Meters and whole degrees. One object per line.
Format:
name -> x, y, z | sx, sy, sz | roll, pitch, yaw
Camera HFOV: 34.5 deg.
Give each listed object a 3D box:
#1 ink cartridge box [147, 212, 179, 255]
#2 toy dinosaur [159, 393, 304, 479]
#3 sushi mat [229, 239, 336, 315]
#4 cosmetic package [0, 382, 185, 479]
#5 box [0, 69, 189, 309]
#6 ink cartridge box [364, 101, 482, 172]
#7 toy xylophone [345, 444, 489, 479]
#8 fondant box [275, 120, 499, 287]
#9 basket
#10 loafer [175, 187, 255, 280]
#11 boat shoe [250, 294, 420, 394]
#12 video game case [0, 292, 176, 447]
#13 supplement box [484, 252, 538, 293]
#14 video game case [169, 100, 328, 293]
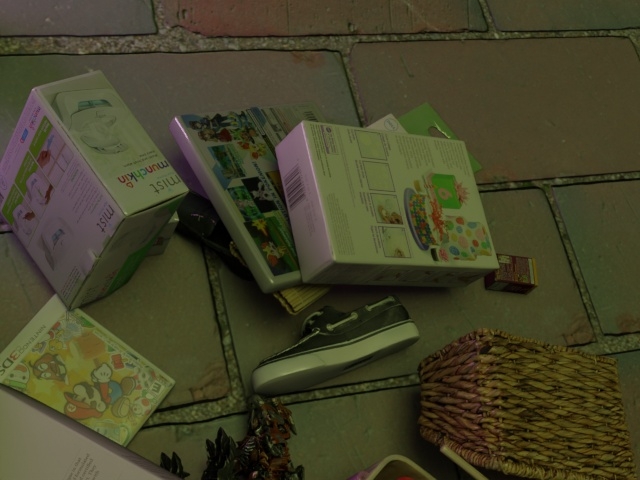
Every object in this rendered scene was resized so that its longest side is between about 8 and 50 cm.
ink cartridge box -> -0.266, -0.039, 1.597 | 0.052, 0.122, 0.088 | -9, 68, -26
toy dinosaur -> -0.095, 0.358, 1.436 | 0.218, 0.164, 0.322 | 31, 24, -35
sushi mat -> 0.000, 0.000, 1.674 | 0.151, 0.019, 0.316 | 47, 42, 9
cosmetic package -> -0.311, 0.307, 1.277 | 0.365, 0.197, 0.155 | 21, 77, 23
box -> -0.344, -0.068, 1.492 | 0.127, 0.262, 0.231 | -28, 75, -43
ink cartridge box -> 0.168, -0.151, 1.838 | 0.235, 0.056, 0.171 | -33, 78, -27
toy xylophone -> 0.172, 0.406, 1.466 | 0.322, 0.236, 0.081 | 33, 47, -2
fondant box -> 0.108, -0.052, 1.638 | 0.330, 0.096, 0.238 | 3, 64, -33
basket -> 0.300, 0.288, 1.563 | 0.299, 0.213, 0.223 | 15, 57, -29
loafer -> -0.171, -0.026, 1.646 | 0.223, 0.078, 0.076 | 39, 59, 3
boat shoe -> 0.015, 0.153, 1.605 | 0.301, 0.108, 0.102 | -17, 70, -28
video game case -> -0.360, 0.217, 1.495 | 0.227, 0.026, 0.206 | 37, 59, 1
supplement box -> 0.330, 0.058, 1.793 | 0.083, 0.043, 0.055 | 8, 63, -16
video game case -> -0.049, -0.083, 1.671 | 0.300, 0.036, 0.329 | -13, 64, -41
